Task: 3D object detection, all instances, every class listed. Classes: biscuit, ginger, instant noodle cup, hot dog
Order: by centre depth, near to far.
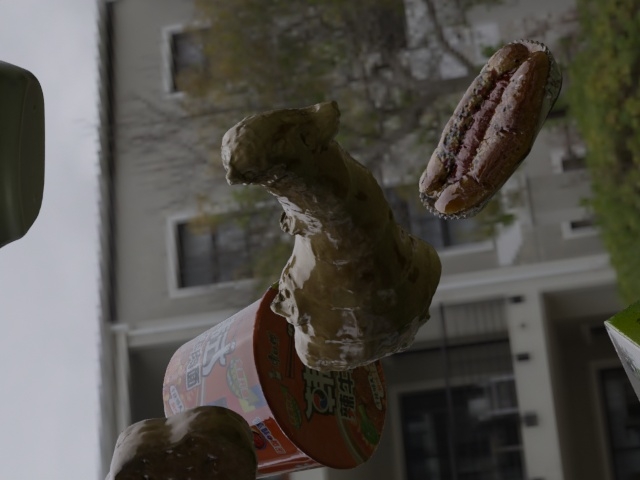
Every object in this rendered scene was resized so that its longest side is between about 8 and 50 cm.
[{"bbox_3d":[-0.098,0.231,0.790,0.047,0.183,0.320,-105,19,-59],"label":"biscuit"},{"bbox_3d":[0.000,0.000,0.936,0.086,0.131,0.294,59,-176,38],"label":"ginger"},{"bbox_3d":[-0.063,0.188,1.679,0.250,0.192,0.250,29,-130,-40],"label":"instant noodle cup"},{"bbox_3d":[0.229,-0.144,1.773,0.075,0.268,0.144,26,-173,-37],"label":"hot dog"}]

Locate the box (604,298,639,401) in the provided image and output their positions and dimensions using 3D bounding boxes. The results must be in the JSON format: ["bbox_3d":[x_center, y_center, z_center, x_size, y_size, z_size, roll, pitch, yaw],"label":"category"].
[{"bbox_3d":[0.285,0.146,0.815,0.175,0.062,0.260,61,176,-20],"label":"box"}]

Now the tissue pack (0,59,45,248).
[{"bbox_3d":[-0.439,-0.071,1.351,0.333,0.236,0.229,-63,-22,-68],"label":"tissue pack"}]
